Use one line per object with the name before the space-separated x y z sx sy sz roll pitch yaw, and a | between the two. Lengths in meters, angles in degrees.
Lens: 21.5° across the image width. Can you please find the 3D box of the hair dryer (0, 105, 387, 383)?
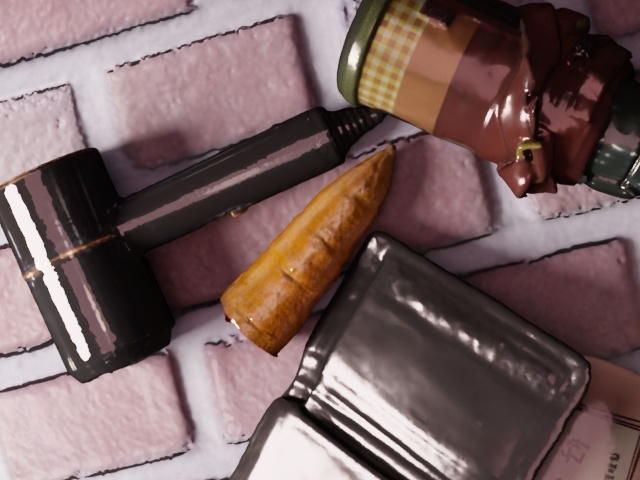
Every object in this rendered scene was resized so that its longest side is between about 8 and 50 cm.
hair dryer | -0.089 -0.024 1.432 0.352 0.107 0.189 -23 92 9

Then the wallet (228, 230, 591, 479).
wallet | 0.056 0.178 1.406 0.247 0.041 0.323 35 102 30

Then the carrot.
carrot | 0.000 0.000 1.429 0.072 0.072 0.205 40 94 7

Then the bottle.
bottle | 0.154 -0.117 1.334 0.271 0.143 0.156 26 83 10

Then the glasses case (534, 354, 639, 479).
glasses case | 0.193 0.248 1.392 0.122 0.075 0.314 18 99 11
